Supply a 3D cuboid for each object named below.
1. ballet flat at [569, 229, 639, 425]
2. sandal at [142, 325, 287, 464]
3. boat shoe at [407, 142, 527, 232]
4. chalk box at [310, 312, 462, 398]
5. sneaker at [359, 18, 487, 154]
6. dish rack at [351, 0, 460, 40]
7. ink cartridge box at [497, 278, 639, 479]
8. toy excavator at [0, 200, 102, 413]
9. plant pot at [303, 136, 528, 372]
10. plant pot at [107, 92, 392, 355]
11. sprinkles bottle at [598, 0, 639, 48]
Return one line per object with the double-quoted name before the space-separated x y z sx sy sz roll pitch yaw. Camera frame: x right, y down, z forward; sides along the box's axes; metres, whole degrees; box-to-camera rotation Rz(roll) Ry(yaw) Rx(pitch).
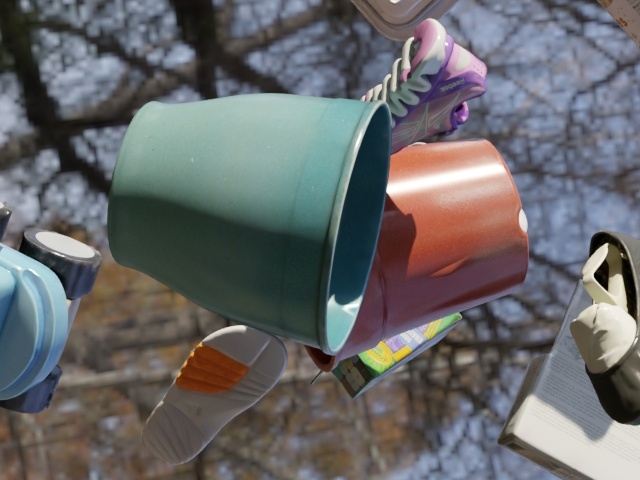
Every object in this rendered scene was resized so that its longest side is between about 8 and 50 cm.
"ballet flat" 0.332 0.091 1.872 0.095 0.096 0.280 -41 -157 33
"sandal" -0.134 0.175 2.023 0.265 0.102 0.076 -45 -169 35
"boat shoe" 0.204 -0.066 2.417 0.095 0.084 0.258 -52 -139 1
"chalk box" 0.068 0.130 2.334 0.132 0.213 0.132 55 -23 8
"sneaker" 0.108 -0.143 1.851 0.236 0.104 0.095 -49 -154 45
"dish rack" 0.100 -0.473 2.249 0.333 0.285 0.072 49 10 7
"ink cartridge box" 0.396 0.219 2.133 0.239 0.275 0.060 -64 -171 -24
"toy excavator" -0.540 0.055 1.970 0.222 0.433 0.445 -67 166 12
"plant pot" 0.096 -0.003 2.012 0.272 0.265 0.272 166 -90 -76
"plant pot" -0.079 -0.036 1.738 0.271 0.255 0.272 11 90 -79
"sprinkles bottle" 0.383 -0.332 2.003 0.355 0.121 0.121 47 -21 -7
